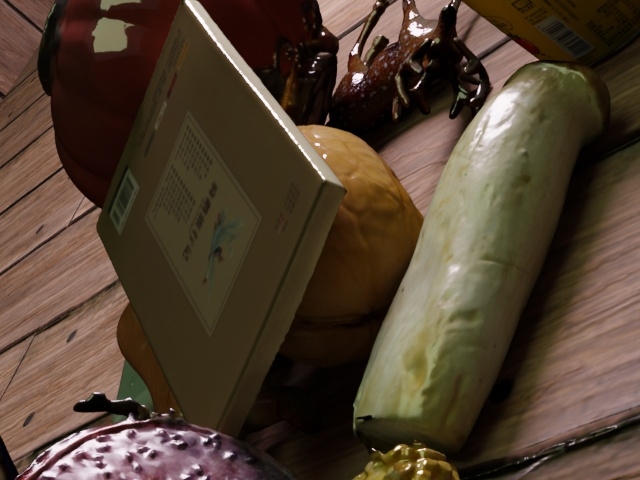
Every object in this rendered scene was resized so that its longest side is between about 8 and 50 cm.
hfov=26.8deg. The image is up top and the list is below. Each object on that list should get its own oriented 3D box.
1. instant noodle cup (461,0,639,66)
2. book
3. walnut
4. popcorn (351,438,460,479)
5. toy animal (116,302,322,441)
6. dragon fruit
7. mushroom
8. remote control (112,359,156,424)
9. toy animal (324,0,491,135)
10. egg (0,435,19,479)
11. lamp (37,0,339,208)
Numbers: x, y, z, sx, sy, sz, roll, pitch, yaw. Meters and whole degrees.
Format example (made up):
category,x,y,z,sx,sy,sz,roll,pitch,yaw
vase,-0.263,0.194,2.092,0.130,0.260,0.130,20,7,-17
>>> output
category,x,y,z,sx,sy,sz,roll,pitch,yaw
instant noodle cup,0.183,-0.225,1.038,0.182,0.144,0.182,-41,23,22
book,-0.086,-0.020,0.971,0.217,0.021,0.310,-65,33,22
walnut,0.000,0.000,0.989,0.159,0.159,0.207,-45,33,11
popcorn,0.045,0.156,0.787,0.082,0.057,0.083,-54,24,6
toy animal,-0.103,0.104,1.040,0.157,0.097,0.312,-42,42,15
dragon fruit,-0.103,0.230,0.820,0.218,0.223,0.148,-47,-25,-50
mushroom,0.107,0.002,0.894,0.100,0.081,0.312,-25,33,57
remote control,-0.121,0.066,1.255,0.140,0.056,0.296,-37,23,20
toy animal,0.084,-0.153,1.225,0.243,0.087,0.260,-50,20,46
egg,-0.420,0.261,1.120,0.345,0.345,0.428,-58,9,-22
lamp,-0.120,-0.154,1.233,0.303,0.257,0.303,18,-90,-80
